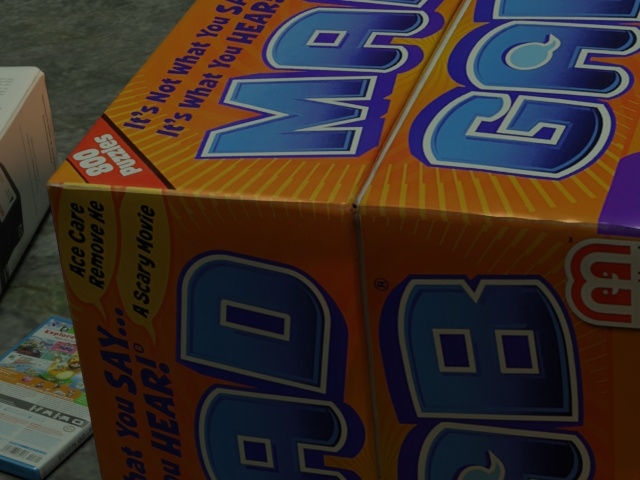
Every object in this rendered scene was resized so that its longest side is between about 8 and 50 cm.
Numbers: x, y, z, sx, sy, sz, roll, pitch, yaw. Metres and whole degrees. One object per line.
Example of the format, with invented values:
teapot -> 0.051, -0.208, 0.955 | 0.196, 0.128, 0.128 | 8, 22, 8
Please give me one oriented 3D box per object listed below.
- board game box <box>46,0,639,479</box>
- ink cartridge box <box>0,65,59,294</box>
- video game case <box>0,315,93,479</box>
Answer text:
board game box -> 0.085, 0.041, 1.210 | 0.356, 0.356, 0.356 | 5, 33, 17
ink cartridge box -> -0.371, -0.022, 1.609 | 0.223, 0.129, 0.307 | 1, 32, 11
video game case -> -0.209, 0.118, 1.464 | 0.119, 0.015, 0.166 | 13, 37, 30
